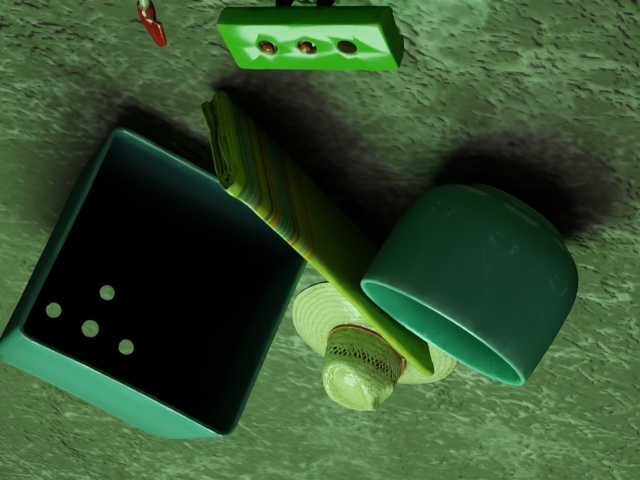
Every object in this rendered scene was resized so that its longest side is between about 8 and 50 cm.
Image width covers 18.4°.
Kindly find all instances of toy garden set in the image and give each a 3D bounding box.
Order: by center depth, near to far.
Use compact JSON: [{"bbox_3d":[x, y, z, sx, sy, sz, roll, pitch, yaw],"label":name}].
[{"bbox_3d":[-0.077,-0.195,1.142,0.204,0.049,0.244,3,146,23],"label":"toy garden set"}]

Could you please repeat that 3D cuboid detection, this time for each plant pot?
[{"bbox_3d":[-0.142,0.047,1.460,0.165,0.165,0.234,28,161,-14],"label":"plant pot"}]

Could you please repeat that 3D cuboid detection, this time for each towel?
[{"bbox_3d":[0.000,0.000,1.357,0.021,0.102,0.237,-32,128,17],"label":"towel"}]

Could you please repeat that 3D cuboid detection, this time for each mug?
[{"bbox_3d":[0.099,0.020,1.322,0.129,0.097,0.158,38,169,-29],"label":"mug"}]

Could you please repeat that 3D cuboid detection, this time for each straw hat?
[{"bbox_3d":[0.032,0.098,1.530,0.144,0.061,0.144,14,149,9],"label":"straw hat"}]
